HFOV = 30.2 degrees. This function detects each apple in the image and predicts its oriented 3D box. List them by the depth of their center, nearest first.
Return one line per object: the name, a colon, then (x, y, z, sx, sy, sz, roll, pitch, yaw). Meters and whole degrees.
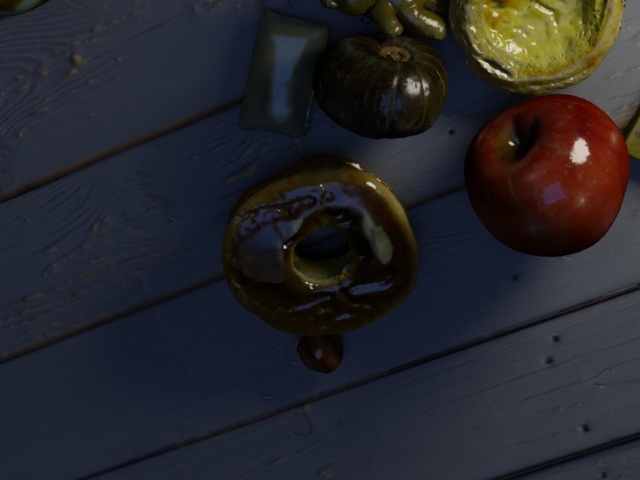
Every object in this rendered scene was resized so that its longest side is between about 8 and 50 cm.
apple: (0.355, -0.098, 1.866, 0.260, 0.260, 0.216, -33, 129, 16)

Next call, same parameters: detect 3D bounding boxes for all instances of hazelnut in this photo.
hazelnut: (0.000, 0.191, 2.109, 0.086, 0.086, 0.086, 2, 112, 4)

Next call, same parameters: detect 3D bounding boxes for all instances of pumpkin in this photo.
pumpkin: (0.093, -0.234, 1.856, 0.219, 0.219, 0.162, 7, 122, 2)

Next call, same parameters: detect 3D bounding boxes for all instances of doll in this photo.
doll: (0.106, -0.376, 1.862, 0.209, 0.097, 0.137, 26, 72, -11)

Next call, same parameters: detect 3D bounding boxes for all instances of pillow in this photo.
pillow: (-0.061, -0.265, 1.936, 0.119, 0.053, 0.208, 11, 109, -3)

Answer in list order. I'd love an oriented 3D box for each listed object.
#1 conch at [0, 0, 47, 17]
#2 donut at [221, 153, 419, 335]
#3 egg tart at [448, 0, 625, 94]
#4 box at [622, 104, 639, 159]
conch: (-0.505, -0.464, 1.815, 0.368, 0.197, 0.249, 1, 79, 3)
donut: (0.000, 0.000, 1.995, 0.330, 0.160, 0.330, -2, 121, -3)
egg tart: (0.336, -0.365, 1.847, 0.279, 0.095, 0.279, 1, 107, 3)
box: (0.614, -0.235, 1.903, 0.153, 0.041, 0.279, 25, 111, -5)
